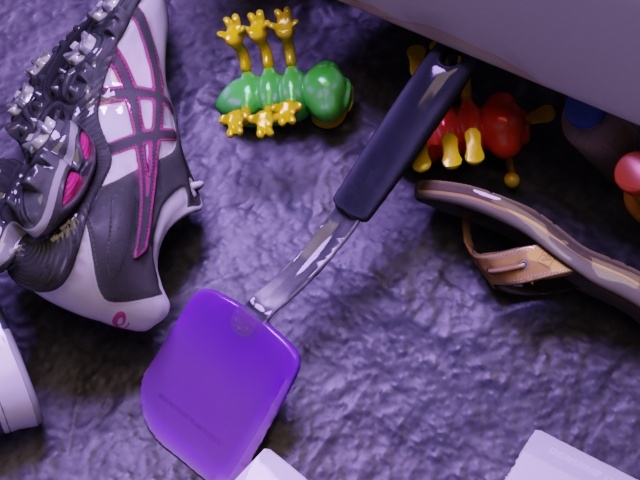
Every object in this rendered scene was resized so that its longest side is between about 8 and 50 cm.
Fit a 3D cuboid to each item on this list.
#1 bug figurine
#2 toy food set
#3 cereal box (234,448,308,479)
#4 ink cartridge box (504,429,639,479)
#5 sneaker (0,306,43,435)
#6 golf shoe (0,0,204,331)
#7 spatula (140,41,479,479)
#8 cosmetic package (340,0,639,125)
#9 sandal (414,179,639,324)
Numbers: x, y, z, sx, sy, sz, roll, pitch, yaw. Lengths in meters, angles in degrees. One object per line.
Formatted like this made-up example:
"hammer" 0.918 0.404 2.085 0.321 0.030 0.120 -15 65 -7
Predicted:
"bug figurine" 0.039 -0.151 0.894 0.216 0.072 0.279 -3 65 8
"toy food set" 0.200 -0.121 0.820 0.111 0.104 0.232 12 81 32
"cereal box" 0.004 0.241 0.684 0.240 0.047 0.173 36 66 20
"ink cartridge box" 0.136 0.218 0.653 0.189 0.066 0.232 27 38 16
"sneaker" -0.275 0.034 0.795 0.163 0.086 0.226 -21 63 -12
"golf shoe" -0.131 -0.059 0.846 0.120 0.105 0.273 39 39 -25
"spatula" 0.000 0.000 0.786 0.084 0.030 0.296 34 84 21
"cosmetic package" 0.122 -0.187 0.766 0.309 0.113 0.160 29 61 26
"sandal" 0.128 0.015 0.805 0.180 0.072 0.049 32 88 14
